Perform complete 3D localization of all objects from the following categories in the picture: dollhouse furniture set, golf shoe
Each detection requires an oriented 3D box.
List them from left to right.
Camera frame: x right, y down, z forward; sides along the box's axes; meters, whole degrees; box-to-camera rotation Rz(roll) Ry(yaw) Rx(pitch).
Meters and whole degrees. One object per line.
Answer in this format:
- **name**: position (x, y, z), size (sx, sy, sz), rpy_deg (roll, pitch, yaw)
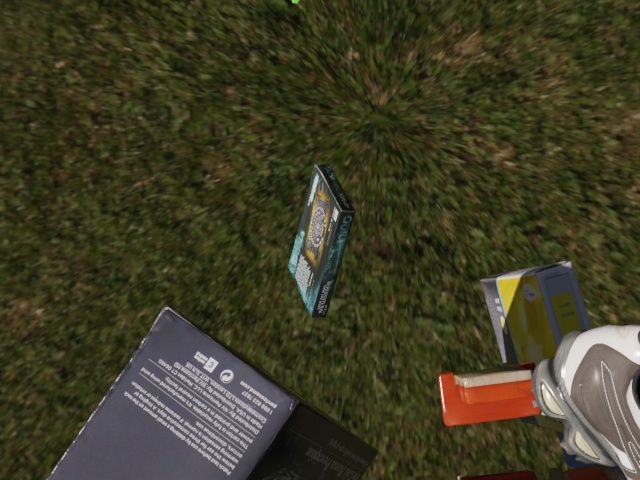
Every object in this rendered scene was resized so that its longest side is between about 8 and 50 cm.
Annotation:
- **dollhouse furniture set**: position (0.180, 0.258, 1.174), size (0.261, 0.135, 0.259), rpy_deg (-7, 88, -3)
- **golf shoe**: position (0.206, 0.122, 0.619), size (0.198, 0.094, 0.077), rpy_deg (41, 58, -6)

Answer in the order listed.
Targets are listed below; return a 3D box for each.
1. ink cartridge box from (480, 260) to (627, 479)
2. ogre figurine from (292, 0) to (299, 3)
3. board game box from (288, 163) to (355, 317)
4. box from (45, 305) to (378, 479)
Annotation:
- **ink cartridge box**: position (0.319, 0.187, 1.595), size (0.072, 0.303, 0.307), rpy_deg (-14, 87, -7)
- **ogre figurine**: position (-0.013, -0.361, 1.488), size (0.197, 0.118, 0.097), rpy_deg (30, 120, -8)
- **board game box**: position (0.000, 0.000, 1.672), size (0.026, 0.126, 0.186), rpy_deg (2, 125, -21)
- **box**: position (-0.127, 0.281, 1.227), size (0.179, 0.343, 0.313), rpy_deg (33, 84, 23)
